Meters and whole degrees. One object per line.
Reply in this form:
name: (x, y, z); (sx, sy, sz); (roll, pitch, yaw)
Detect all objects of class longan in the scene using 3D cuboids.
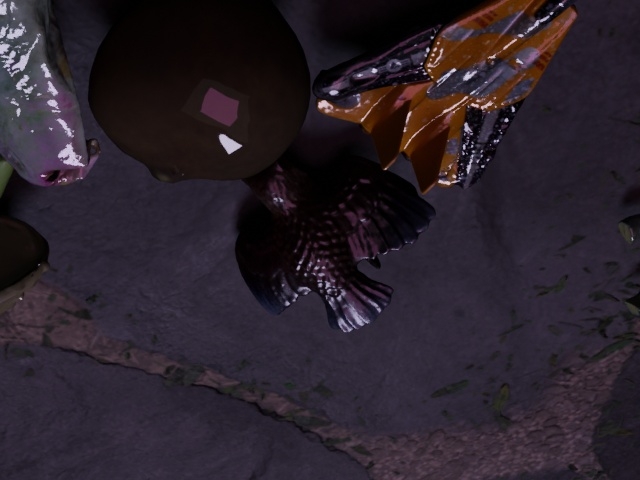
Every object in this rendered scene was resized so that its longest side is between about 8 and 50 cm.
longan: (-0.099, -0.133, 0.921); (0.189, 0.189, 0.189); (-4, 131, -5)

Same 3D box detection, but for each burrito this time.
burrito: (-0.253, -0.145, 0.904); (0.089, 0.144, 0.229); (-25, 134, -19)

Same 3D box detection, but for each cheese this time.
cheese: (-0.368, 0.056, 1.064); (0.202, 0.175, 0.091); (-32, 90, 47)

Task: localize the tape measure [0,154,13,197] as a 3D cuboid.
tape measure: (-0.360, -0.067, 0.957); (0.177, 0.154, 0.087); (19, 128, -17)

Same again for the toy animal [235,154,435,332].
toy animal: (-0.005, -0.006, 1.078); (0.218, 0.116, 0.179); (-28, 130, 24)

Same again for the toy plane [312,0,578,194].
toy plane: (0.157, -0.186, 0.965); (0.204, 0.103, 0.316); (29, 114, -31)

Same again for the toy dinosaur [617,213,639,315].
toy dinosaur: (0.394, 0.003, 1.175); (0.147, 0.076, 0.363); (-31, 132, -7)
